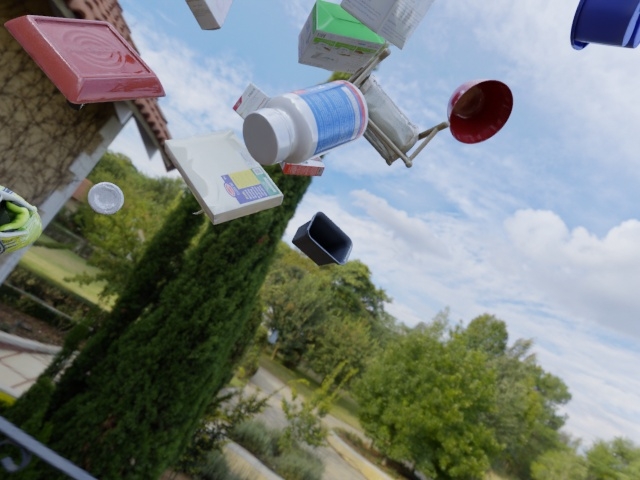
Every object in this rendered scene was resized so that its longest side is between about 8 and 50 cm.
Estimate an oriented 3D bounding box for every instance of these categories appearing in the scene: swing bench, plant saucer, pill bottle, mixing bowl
[{"bbox_3d":[0.170,-0.342,1.198,0.253,0.165,0.255,43,1,-14],"label":"swing bench"},{"bbox_3d":[-0.532,-0.434,1.034,0.259,0.258,0.048,48,-53,7],"label":"plant saucer"},{"bbox_3d":[-0.743,-0.141,1.527,0.108,0.108,0.193,36,-14,-23],"label":"pill bottle"},{"bbox_3d":[-0.026,-0.210,0.797,0.124,0.221,0.124,25,-51,35],"label":"pill bottle"},{"bbox_3d":[0.420,-0.368,1.213,0.181,0.181,0.098,40,21,-37],"label":"mixing bowl"}]

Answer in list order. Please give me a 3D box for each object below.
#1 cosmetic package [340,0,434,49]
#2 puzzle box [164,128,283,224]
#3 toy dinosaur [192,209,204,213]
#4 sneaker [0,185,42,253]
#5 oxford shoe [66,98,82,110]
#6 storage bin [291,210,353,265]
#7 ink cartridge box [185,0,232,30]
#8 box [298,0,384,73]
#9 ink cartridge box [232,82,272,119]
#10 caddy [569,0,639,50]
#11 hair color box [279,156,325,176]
[{"bbox_3d":[0.184,-0.632,1.143,0.151,0.184,0.151,48,28,24],"label":"cosmetic package"},{"bbox_3d":[-0.352,-0.243,1.587,0.409,0.272,0.052,52,-36,27],"label":"puzzle box"},{"bbox_3d":[-0.417,-0.149,1.756,0.092,0.183,0.053,41,-10,-9],"label":"toy dinosaur"},{"bbox_3d":[-0.656,-0.033,0.902,0.147,0.145,0.384,12,-7,-8],"label":"sneaker"},{"bbox_3d":[-0.909,-0.577,1.688,0.212,0.076,0.076,-14,-47,45],"label":"oxford shoe"},{"bbox_3d":[0.000,0.000,1.100,0.135,0.098,0.091,42,-38,-24],"label":"storage bin"},{"bbox_3d":[-0.249,-0.585,0.891,0.066,0.189,0.232,4,-28,17],"label":"ink cartridge box"},{"bbox_3d":[0.071,-0.748,1.653,0.262,0.127,0.231,2,-8,-19],"label":"box"},{"bbox_3d":[-0.245,-0.507,1.688,0.072,0.127,0.175,29,14,-47],"label":"ink cartridge box"},{"bbox_3d":[0.769,-0.655,1.123,0.241,0.341,0.179,-18,43,-42],"label":"caddy"},{"bbox_3d":[-0.076,-0.309,1.775,0.167,0.053,0.093,0,45,-29],"label":"hair color box"}]
